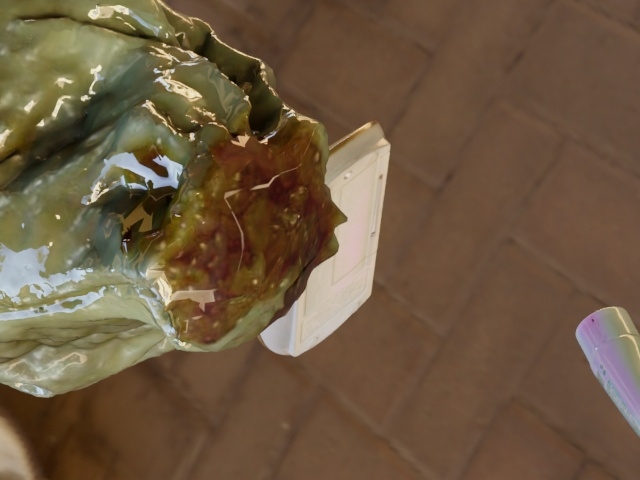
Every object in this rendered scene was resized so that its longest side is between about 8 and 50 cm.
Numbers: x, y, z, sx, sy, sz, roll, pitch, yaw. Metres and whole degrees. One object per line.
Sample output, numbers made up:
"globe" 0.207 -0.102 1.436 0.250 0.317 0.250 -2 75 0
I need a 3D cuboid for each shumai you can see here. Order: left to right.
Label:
"shumai" -0.114 0.012 0.989 0.222 0.225 0.261 57 146 35

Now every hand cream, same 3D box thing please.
"hand cream" 0.253 0.132 1.452 0.047 0.076 0.174 -28 55 7

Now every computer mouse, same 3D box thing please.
"computer mouse" -0.001 -0.001 1.181 0.102 0.199 0.045 -38 66 -24
